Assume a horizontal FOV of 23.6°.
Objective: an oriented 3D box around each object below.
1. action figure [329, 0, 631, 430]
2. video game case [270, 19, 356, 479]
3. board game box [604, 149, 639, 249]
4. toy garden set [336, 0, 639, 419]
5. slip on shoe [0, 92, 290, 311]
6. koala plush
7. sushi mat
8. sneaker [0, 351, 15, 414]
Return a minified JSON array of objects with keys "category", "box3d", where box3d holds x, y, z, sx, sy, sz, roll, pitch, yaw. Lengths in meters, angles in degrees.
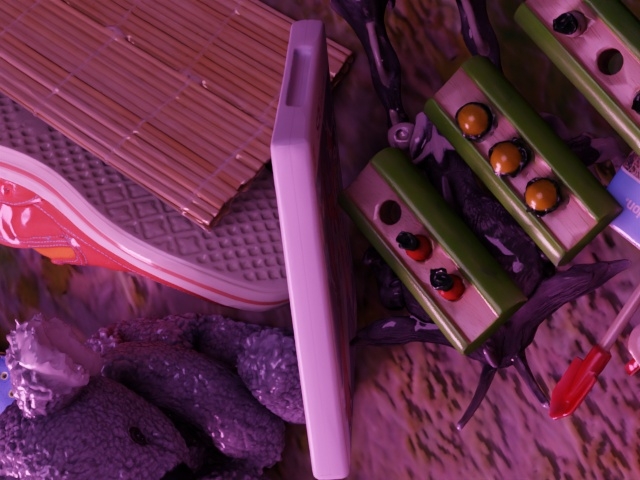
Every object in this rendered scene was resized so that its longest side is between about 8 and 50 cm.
[{"category":"action figure","box3d":[0.089,-0.032,0.869,0.164,0.141,0.276,-18,75,25]},{"category":"video game case","box3d":[0.000,0.000,0.861,0.023,0.183,0.201,-4,117,5]},{"category":"board game box","box3d":[0.320,-0.063,0.736,0.232,0.141,0.291,40,109,23]},{"category":"toy garden set","box3d":[0.142,-0.027,0.724,0.244,0.049,0.204,-46,70,21]},{"category":"slip on shoe","box3d":[-0.150,-0.030,1.029,0.331,0.123,0.101,21,138,20]},{"category":"koala plush","box3d":[-0.128,0.133,0.943,0.203,0.221,0.196,16,99,28]},{"category":"sushi mat","box3d":[-0.140,-0.137,1.020,0.316,0.019,0.151,33,70,24]},{"category":"sneaker","box3d":[-0.252,0.102,1.104,0.126,0.091,0.240,-35,73,6]}]
